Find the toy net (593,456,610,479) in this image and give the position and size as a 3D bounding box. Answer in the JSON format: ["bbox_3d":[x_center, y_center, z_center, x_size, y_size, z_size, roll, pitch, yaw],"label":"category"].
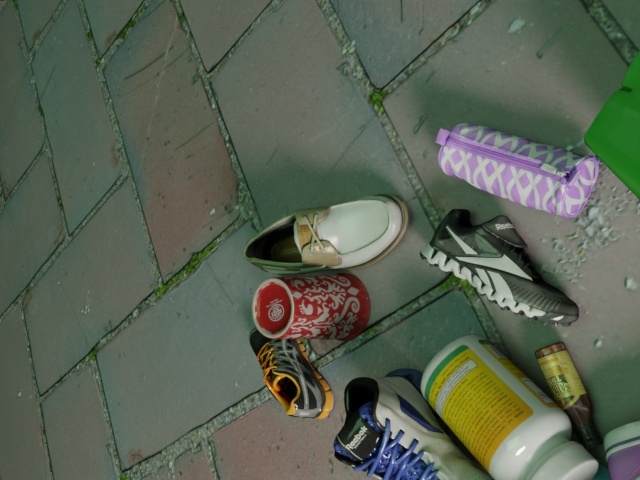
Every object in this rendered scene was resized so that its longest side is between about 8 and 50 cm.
[{"bbox_3d":[0.280,0.366,0.769,0.232,0.045,0.122,-41,63,33],"label":"toy net"}]

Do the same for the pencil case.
[{"bbox_3d":[0.254,-0.096,0.804,0.206,0.088,0.086,26,101,41],"label":"pencil case"}]

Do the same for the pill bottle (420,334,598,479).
[{"bbox_3d":[0.229,0.223,0.756,0.208,0.118,0.117,46,116,45],"label":"pill bottle"}]

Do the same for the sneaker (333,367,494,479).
[{"bbox_3d":[0.115,0.292,0.794,0.127,0.182,0.315,-57,43,19],"label":"sneaker"}]

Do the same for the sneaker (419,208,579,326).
[{"bbox_3d":[0.240,0.025,0.811,0.234,0.078,0.106,33,110,40],"label":"sneaker"}]

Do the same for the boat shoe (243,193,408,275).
[{"bbox_3d":[0.000,0.000,1.007,0.302,0.103,0.113,-22,72,38],"label":"boat shoe"}]

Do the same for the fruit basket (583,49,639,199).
[{"bbox_3d":[0.482,-0.113,0.510,0.392,0.283,0.392,-29,53,48],"label":"fruit basket"}]

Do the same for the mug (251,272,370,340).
[{"bbox_3d":[-0.024,0.121,0.973,0.113,0.169,0.150,44,114,34],"label":"mug"}]

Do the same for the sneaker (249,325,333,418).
[{"bbox_3d":[-0.066,0.221,1.059,0.215,0.083,0.084,42,114,37],"label":"sneaker"}]

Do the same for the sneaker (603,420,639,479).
[{"bbox_3d":[0.417,0.230,0.582,0.282,0.102,0.161,-45,22,39],"label":"sneaker"}]

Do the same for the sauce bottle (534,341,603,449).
[{"bbox_3d":[0.309,0.191,0.758,0.042,0.042,0.128,-35,63,34],"label":"sauce bottle"}]
